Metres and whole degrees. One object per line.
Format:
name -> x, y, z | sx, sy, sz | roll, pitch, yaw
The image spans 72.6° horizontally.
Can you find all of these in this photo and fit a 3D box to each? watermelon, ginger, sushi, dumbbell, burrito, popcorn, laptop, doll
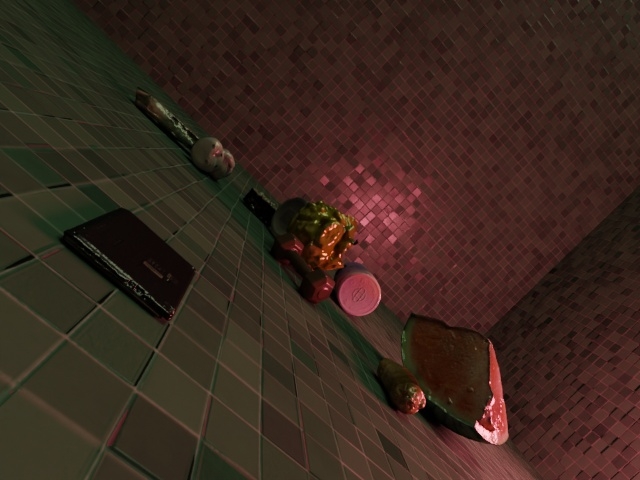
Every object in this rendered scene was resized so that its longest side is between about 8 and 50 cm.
watermelon -> 0.337, 0.394, 1.171 | 0.292, 0.319, 0.222 | 3, 12, 33
ginger -> 0.179, 0.324, 0.973 | 0.095, 0.069, 0.190 | 49, 1, -10
sushi -> -0.214, -0.125, 1.614 | 0.150, 0.078, 0.090 | 44, 3, -2
dumbbell -> -0.050, 0.071, 1.167 | 0.092, 0.082, 0.231 | 40, 6, -47
burrito -> -0.495, -0.384, 1.457 | 0.309, 0.066, 0.096 | 44, -2, -19
popcorn -> 0.009, -0.003, 1.357 | 0.225, 0.249, 0.249 | 12, -2, 10
laptop -> -0.204, 0.018, 0.498 | 0.129, 0.016, 0.180 | 45, 2, -15
doll -> -0.350, -0.268, 1.442 | 0.107, 0.110, 0.180 | 24, -4, 23

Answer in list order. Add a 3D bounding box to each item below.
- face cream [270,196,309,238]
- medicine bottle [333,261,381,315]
face cream -> -0.069, -0.047, 1.562 | 0.153, 0.177, 0.177 | 41, 5, -48
medicine bottle -> 0.125, 0.167, 1.554 | 0.152, 0.152, 0.254 | 45, 2, -4
